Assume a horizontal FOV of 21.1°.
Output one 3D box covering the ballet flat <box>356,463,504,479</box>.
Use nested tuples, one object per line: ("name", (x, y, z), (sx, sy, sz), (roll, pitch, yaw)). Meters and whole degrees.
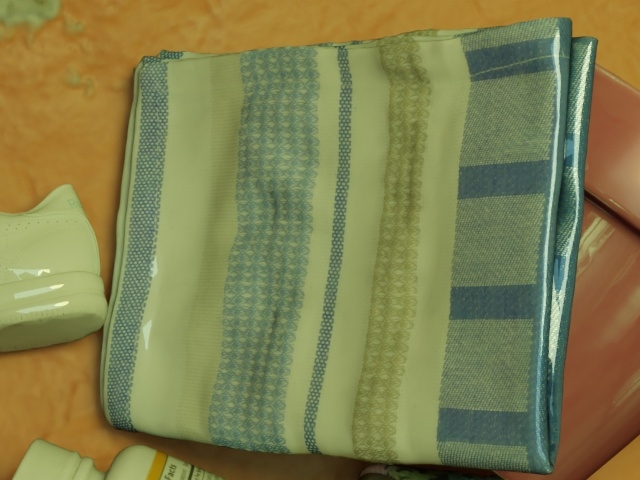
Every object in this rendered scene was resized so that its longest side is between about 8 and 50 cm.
("ballet flat", (0.114, 0.177, 0.904), (0.221, 0.077, 0.079), (43, 62, -5))

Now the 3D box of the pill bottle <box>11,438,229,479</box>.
("pill bottle", (-0.060, 0.177, 0.854), (0.215, 0.117, 0.117), (23, 81, -3))

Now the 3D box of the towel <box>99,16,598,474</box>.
("towel", (0.000, 0.000, 0.830), (0.034, 0.285, 0.209), (13, 81, -48))

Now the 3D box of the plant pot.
("plant pot", (0.118, 0.025, 0.858), (0.201, 0.201, 0.180), (37, 89, -1))

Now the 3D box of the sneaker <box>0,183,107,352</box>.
("sneaker", (-0.221, 0.016, 0.885), (0.212, 0.080, 0.094), (-7, 71, -12))
